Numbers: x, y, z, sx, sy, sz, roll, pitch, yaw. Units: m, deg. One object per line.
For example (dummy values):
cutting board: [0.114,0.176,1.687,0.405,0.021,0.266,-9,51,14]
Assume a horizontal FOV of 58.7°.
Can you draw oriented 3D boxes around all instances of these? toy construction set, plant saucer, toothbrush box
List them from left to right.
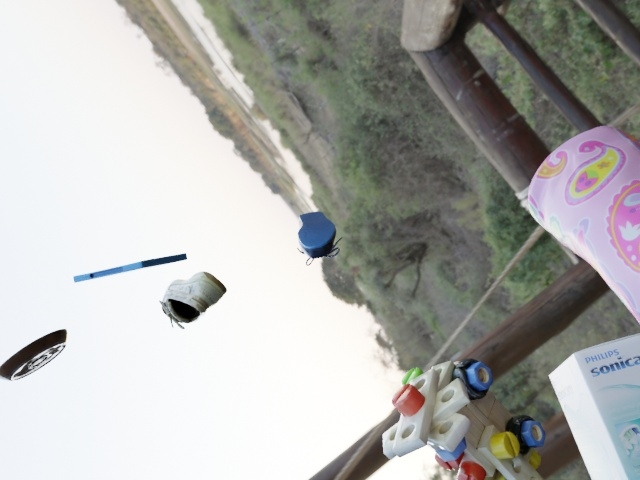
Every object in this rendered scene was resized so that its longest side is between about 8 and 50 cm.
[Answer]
plant saucer: [-0.626,0.257,1.253,0.029,0.168,0.168,50,179,7]
toy construction set: [0.171,0.261,0.643,0.151,0.215,0.327,-15,116,44]
toothbrush box: [0.473,0.309,0.849,0.216,0.126,0.295,62,-169,-65]

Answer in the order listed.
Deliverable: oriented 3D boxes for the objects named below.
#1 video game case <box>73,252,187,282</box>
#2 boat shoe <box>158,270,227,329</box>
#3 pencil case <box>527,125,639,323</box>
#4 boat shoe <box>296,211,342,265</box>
video game case: [-0.344,0.049,1.033,0.119,0.167,0.015,-11,-90,-64]
boat shoe: [-0.321,0.149,1.343,0.105,0.089,0.285,41,145,-12]
pencil case: [0.278,0.024,0.442,0.124,0.124,0.284,52,-168,-40]
boat shoe: [0.000,0.000,1.348,0.258,0.109,0.088,-86,-12,-72]
